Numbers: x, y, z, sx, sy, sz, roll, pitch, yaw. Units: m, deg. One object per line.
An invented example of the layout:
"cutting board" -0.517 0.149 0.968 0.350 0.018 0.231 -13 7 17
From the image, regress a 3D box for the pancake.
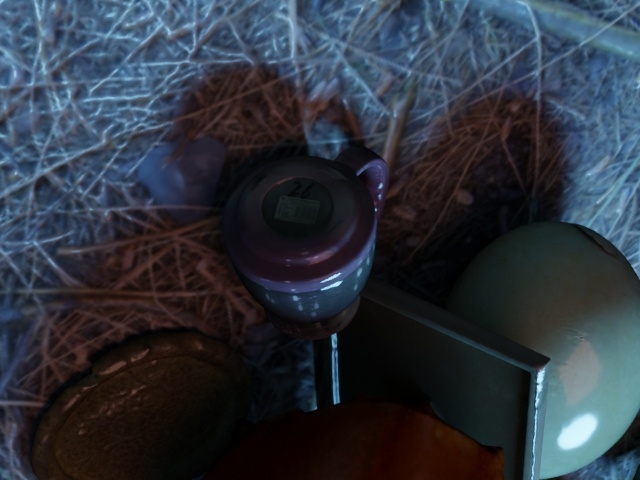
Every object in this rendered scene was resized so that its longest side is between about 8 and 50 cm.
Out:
"pancake" -0.144 0.151 1.399 0.199 0.021 0.199 -19 135 -21

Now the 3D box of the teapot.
"teapot" -0.010 0.001 1.314 0.116 0.148 0.146 4 147 7

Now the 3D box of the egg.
"egg" 0.192 0.098 1.460 0.186 0.186 0.253 -12 131 -27

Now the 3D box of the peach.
"peach" 0.017 0.258 1.406 0.281 0.281 0.338 12 114 -41

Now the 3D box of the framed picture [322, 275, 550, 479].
"framed picture" 0.092 0.162 1.442 0.020 0.211 0.289 -44 146 -36

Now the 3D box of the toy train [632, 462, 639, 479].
"toy train" 0.522 0.316 1.729 0.179 0.442 0.272 -58 137 -17

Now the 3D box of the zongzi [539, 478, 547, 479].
"zongzi" 0.071 0.286 1.601 0.247 0.111 0.241 8 123 -32
